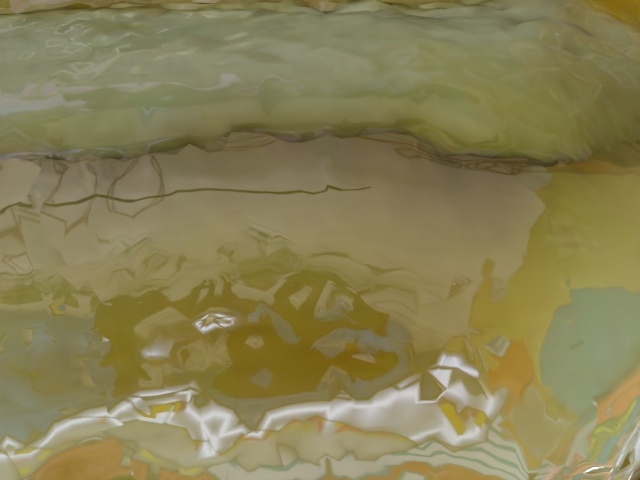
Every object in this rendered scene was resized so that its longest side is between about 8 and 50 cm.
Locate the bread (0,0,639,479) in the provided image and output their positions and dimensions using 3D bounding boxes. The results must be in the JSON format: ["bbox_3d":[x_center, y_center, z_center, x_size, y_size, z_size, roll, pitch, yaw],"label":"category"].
[{"bbox_3d":[0.000,0.000,0.568,0.341,0.210,0.300,-5,-152,-3],"label":"bread"}]
